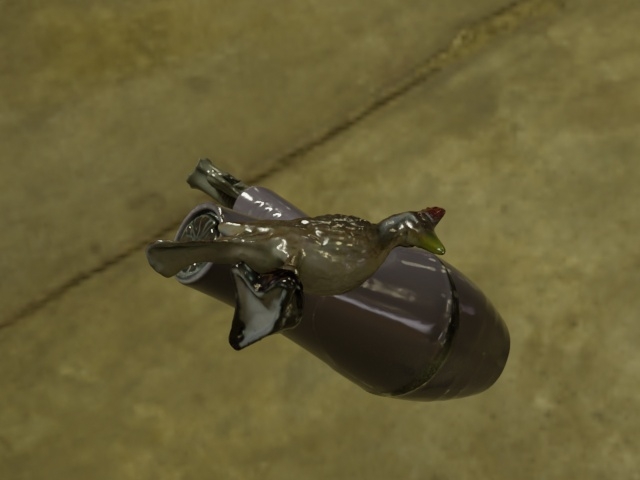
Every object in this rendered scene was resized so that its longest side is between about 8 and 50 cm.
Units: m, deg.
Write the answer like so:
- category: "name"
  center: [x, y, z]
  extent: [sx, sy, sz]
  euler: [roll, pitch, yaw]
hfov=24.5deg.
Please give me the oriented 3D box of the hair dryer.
- category: "hair dryer"
  center: [-0.038, 0.005, 1.220]
  extent: [0.301, 0.121, 0.361]
  euler: [23, 8, -36]

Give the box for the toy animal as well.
- category: "toy animal"
  center: [0.001, 0.007, 0.931]
  extent: [0.202, 0.070, 0.105]
  euler: [-18, 45, -27]
